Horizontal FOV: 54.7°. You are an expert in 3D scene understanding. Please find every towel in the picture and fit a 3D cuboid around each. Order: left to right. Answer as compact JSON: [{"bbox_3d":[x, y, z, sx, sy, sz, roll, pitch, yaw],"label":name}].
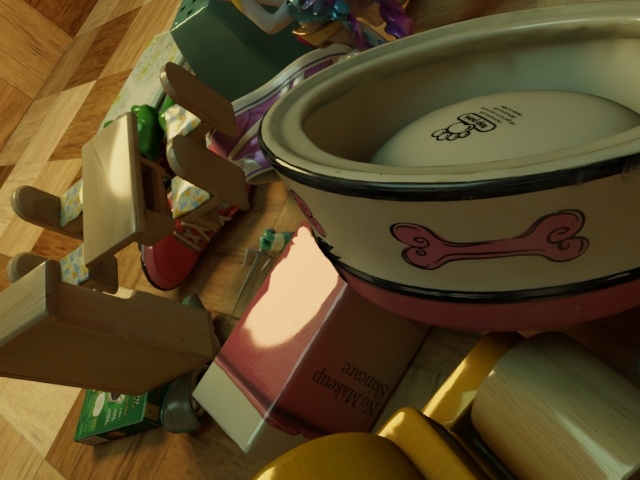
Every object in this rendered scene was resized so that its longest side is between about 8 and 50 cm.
[{"bbox_3d":[-0.396,-0.382,1.539,0.320,0.090,0.374,4,64,51],"label":"towel"}]

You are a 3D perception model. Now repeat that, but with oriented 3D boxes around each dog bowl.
[{"bbox_3d":[0.160,-0.080,0.546,0.407,0.150,0.408,-12,29,7],"label":"dog bowl"}]

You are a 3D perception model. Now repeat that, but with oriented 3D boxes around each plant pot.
[{"bbox_3d":[-0.141,-0.357,1.130,0.165,0.234,0.165,-16,51,37],"label":"plant pot"}]

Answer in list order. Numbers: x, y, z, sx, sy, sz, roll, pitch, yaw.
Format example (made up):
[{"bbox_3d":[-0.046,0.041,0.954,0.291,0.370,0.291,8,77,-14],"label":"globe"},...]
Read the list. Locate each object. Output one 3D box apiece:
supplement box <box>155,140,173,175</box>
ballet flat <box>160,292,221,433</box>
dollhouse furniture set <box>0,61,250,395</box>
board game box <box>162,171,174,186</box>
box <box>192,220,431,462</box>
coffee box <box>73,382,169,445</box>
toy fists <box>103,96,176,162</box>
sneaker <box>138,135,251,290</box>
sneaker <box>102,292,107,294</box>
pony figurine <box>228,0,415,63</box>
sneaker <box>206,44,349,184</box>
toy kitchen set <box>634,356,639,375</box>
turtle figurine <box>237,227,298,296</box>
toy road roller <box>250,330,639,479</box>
[{"bbox_3d":[-0.344,-0.177,1.353,0.055,0.043,0.083,-45,39,7],"label":"supplement box"},{"bbox_3d":[-0.177,0.175,0.900,0.068,0.072,0.213,-4,55,12],"label":"ballet flat"},{"bbox_3d":[-0.311,-0.015,0.846,0.362,0.256,0.394,-29,57,25],"label":"dollhouse furniture set"},{"bbox_3d":[-0.341,-0.056,1.171,0.136,0.030,0.260,-52,12,8],"label":"board game box"},{"bbox_3d":[-0.001,0.121,0.679,0.127,0.148,0.232,24,81,51],"label":"box"},{"bbox_3d":[-0.314,0.256,0.986,0.184,0.040,0.113,-25,46,32],"label":"coffee box"},{"bbox_3d":[-0.324,-0.231,1.281,0.279,0.096,0.142,-13,46,12],"label":"toy fists"},{"bbox_3d":[-0.201,-0.059,1.056,0.136,0.116,0.314,6,66,47],"label":"sneaker"},{"bbox_3d":[-0.370,0.187,1.055,0.235,0.094,0.153,21,79,52],"label":"sneaker"},{"bbox_3d":[0.042,-0.394,0.909,0.351,0.363,0.303,-56,2,-2],"label":"pony figurine"},{"bbox_3d":[-0.032,-0.194,1.023,0.282,0.102,0.161,-36,75,-8],"label":"sneaker"},{"bbox_3d":[0.273,0.079,0.487,0.068,0.075,0.083,-31,39,28],"label":"toy kitchen set"},{"bbox_3d":[0.000,0.000,0.807,0.234,0.118,0.175,-50,-3,2],"label":"turtle figurine"},{"bbox_3d":[0.092,0.204,0.442,0.329,0.240,0.202,-50,38,4],"label":"toy road roller"}]
